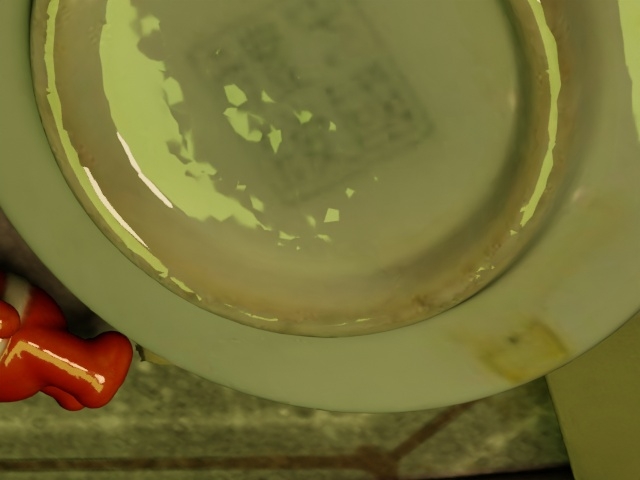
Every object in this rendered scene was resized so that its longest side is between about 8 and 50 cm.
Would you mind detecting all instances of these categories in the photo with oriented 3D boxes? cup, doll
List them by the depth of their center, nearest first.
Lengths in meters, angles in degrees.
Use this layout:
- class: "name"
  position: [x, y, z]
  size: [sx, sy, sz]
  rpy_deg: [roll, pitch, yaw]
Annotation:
- class: "cup"
  position: [0.010, -0.080, 0.592]
  size: [0.347, 0.163, 0.347]
  rpy_deg: [6, 116, 13]
- class: "doll"
  position: [-0.207, 0.016, 0.804]
  size: [0.245, 0.076, 0.142]
  rpy_deg: [27, 165, -11]

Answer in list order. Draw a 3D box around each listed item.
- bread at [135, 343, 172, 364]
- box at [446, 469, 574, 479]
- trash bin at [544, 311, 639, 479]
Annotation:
- class: "bread"
  position: [0.000, 0.001, 0.790]
  size: [0.178, 0.060, 0.139]
  rpy_deg: [-2, 131, 8]
- class: "box"
  position: [0.148, 0.271, 0.915]
  size: [0.345, 0.204, 0.251]
  rpy_deg: [-8, 129, 13]
- class: "trash bin"
  position: [0.228, 0.042, 0.769]
  size: [0.247, 0.121, 0.243]
  rpy_deg: [-8, 130, 18]
